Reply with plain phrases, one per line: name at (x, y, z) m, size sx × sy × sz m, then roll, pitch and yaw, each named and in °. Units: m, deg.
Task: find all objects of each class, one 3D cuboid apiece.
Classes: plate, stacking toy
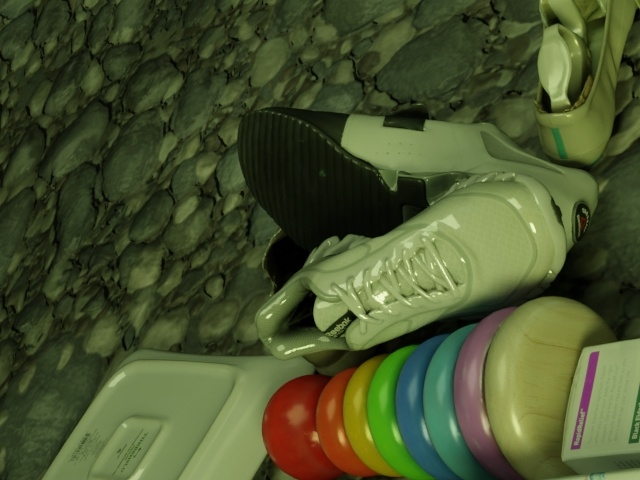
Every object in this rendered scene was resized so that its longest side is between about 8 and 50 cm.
plate at (-0.163, 0.202, 1.572) m, size 0.278 × 0.045 × 0.277 m, roll -2°, pitch 49°, yaw 49°
stacking toy at (0.079, 0.134, 1.346) m, size 0.330 × 0.141 × 0.141 m, roll -15°, pitch 48°, yaw 49°

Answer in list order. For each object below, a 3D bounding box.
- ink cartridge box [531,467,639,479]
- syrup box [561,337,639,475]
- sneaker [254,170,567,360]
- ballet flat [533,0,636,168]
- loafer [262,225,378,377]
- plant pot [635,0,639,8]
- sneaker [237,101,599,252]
ink cartridge box at (0.202, 0.227, 1.104) m, size 0.212 × 0.093 × 0.154 m, roll -15°, pitch 69°, yaw 42°
syrup box at (0.285, 0.115, 1.143) m, size 0.237 × 0.093 × 0.096 m, roll -13°, pitch 49°, yaw 42°
sneaker at (0.066, 0.032, 1.333) m, size 0.292 × 0.110 × 0.118 m, roll -25°, pitch 1°, yaw 45°
ballet flat at (0.221, -0.176, 1.486) m, size 0.086 × 0.086 × 0.248 m, roll -21°, pitch 45°, yaw 36°
loafer at (0.000, 0.000, 1.564) m, size 0.102 × 0.092 × 0.268 m, roll -34°, pitch 39°, yaw 23°
plant pot at (0.356, -0.395, 1.341) m, size 0.353 × 0.366 × 0.366 m, roll -24°, pitch 42°, yaw 16°
sneaker at (0.082, -0.048, 1.462) m, size 0.330 × 0.122 × 0.146 m, roll 21°, pitch 35°, yaw 32°
